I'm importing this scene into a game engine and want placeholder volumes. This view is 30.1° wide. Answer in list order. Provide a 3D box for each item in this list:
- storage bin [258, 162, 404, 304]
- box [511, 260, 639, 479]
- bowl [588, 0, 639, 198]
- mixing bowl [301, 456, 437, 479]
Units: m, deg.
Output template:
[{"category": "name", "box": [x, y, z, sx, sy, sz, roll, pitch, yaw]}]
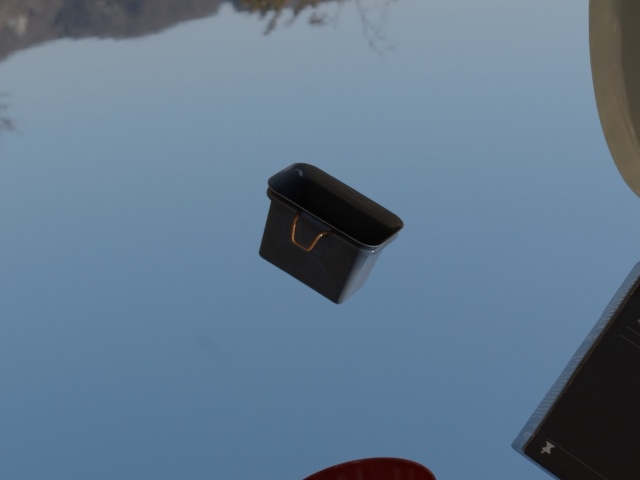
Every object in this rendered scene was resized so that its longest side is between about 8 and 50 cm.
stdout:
[{"category": "storage bin", "box": [0.000, 0.000, 1.205, 0.135, 0.091, 0.098, 31, -147, 17]}, {"category": "box", "box": [0.474, 0.238, 1.518, 0.343, 0.312, 0.179, 35, 175, 9]}, {"category": "bowl", "box": [0.328, -0.179, 0.964, 0.134, 0.298, 0.298, -4, -164, -5]}, {"category": "mixing bowl", "box": [0.046, 0.318, 1.271, 0.181, 0.098, 0.181, -13, -164, 4]}]
